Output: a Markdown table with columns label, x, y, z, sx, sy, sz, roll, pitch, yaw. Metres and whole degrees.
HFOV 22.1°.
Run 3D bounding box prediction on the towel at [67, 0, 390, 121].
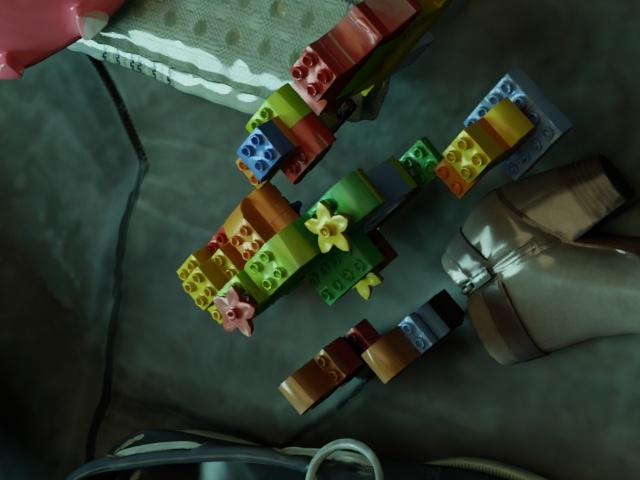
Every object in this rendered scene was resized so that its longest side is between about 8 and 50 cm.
| label | x | y | z | sx | sy | sz | roll | pitch | yaw |
| --- | --- | --- | --- | --- | --- | --- | --- | --- | --- |
| towel | -0.058 | -0.231 | 0.753 | 0.324 | 0.056 | 0.312 | 20 | 96 | 28 |

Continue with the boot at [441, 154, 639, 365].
| label | x | y | z | sx | sy | sz | roll | pitch | yaw |
| --- | --- | --- | --- | --- | --- | --- | --- | --- | --- |
| boot | 0.106 | 0.026 | 0.668 | 0.087 | 0.042 | 0.118 | -39 | 72 | 28 |

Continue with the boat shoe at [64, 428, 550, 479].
| label | x | y | z | sx | sy | sz | roll | pitch | yaw |
| --- | --- | --- | --- | --- | --- | --- | --- | --- | --- |
| boat shoe | 0.006 | 0.127 | 0.692 | 0.254 | 0.079 | 0.095 | 12 | 95 | 27 |

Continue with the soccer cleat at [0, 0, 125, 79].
| label | x | y | z | sx | sy | sz | roll | pitch | yaw |
| --- | --- | --- | --- | --- | --- | --- | --- | --- | --- |
| soccer cleat | -0.096 | -0.167 | 0.704 | 0.248 | 0.083 | 0.095 | -43 | 39 | 23 |

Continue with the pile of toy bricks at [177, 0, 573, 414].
| label | x | y | z | sx | sy | sz | roll | pitch | yaw |
| --- | --- | --- | --- | --- | --- | --- | --- | --- | --- |
| pile of toy bricks | 0.000 | 0.000 | 0.640 | 0.118 | 0.105 | 0.212 | 49 | 134 | 8 |
